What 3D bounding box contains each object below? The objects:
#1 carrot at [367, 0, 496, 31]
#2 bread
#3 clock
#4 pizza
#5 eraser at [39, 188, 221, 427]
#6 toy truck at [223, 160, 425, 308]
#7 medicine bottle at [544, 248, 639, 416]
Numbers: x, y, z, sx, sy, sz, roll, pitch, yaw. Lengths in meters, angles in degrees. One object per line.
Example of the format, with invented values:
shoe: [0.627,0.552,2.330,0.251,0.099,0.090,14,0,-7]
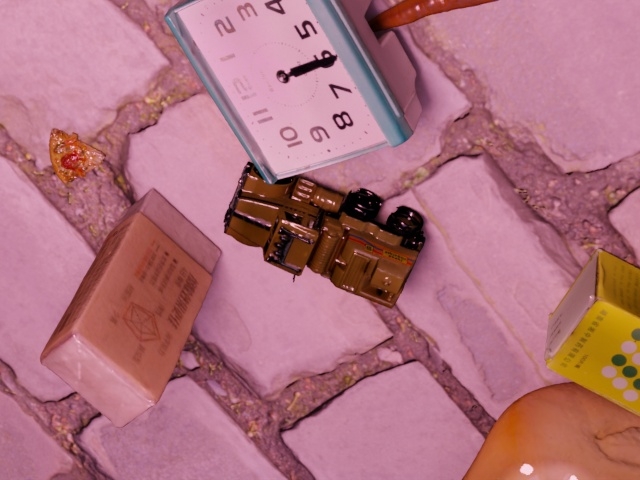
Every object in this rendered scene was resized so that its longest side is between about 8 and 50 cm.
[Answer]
carrot: [0.143,-0.289,1.880,0.216,0.048,0.048,-16,116,26]
bread: [0.336,0.381,2.116,0.348,0.253,0.376,20,125,-6]
clock: [-0.025,-0.221,1.912,0.231,0.116,0.262,-16,116,35]
pizza: [-0.329,-0.112,2.098,0.078,0.025,0.083,-1,120,16]
eraser: [-0.235,0.079,2.004,0.144,0.343,0.078,44,122,-15]
toy truck: [-0.001,-0.003,2.036,0.257,0.127,0.127,25,124,1]
medicine bottle: [0.427,0.142,2.021,0.250,0.141,0.137,27,119,-5]
